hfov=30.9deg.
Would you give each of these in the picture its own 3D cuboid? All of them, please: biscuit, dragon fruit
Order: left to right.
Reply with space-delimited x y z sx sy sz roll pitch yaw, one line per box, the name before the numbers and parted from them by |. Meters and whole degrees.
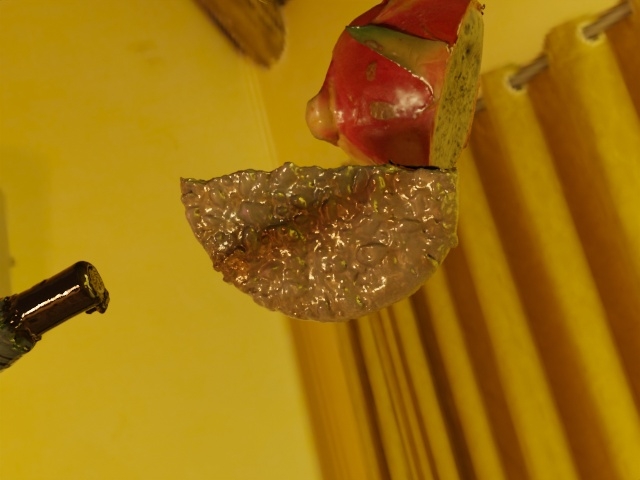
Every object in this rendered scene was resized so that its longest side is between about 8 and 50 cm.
biscuit | 0.000 0.000 1.184 0.281 0.179 0.084 2 17 7
dragon fruit | 0.106 -0.212 1.557 0.189 0.290 0.290 17 -17 17

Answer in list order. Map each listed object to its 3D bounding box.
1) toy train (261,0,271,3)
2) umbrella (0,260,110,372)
toy train | -0.062 -0.393 1.467 0.219 0.127 0.089 -42 -5 10
umbrella | -0.258 0.081 0.798 0.250 0.052 0.053 -28 -28 13
